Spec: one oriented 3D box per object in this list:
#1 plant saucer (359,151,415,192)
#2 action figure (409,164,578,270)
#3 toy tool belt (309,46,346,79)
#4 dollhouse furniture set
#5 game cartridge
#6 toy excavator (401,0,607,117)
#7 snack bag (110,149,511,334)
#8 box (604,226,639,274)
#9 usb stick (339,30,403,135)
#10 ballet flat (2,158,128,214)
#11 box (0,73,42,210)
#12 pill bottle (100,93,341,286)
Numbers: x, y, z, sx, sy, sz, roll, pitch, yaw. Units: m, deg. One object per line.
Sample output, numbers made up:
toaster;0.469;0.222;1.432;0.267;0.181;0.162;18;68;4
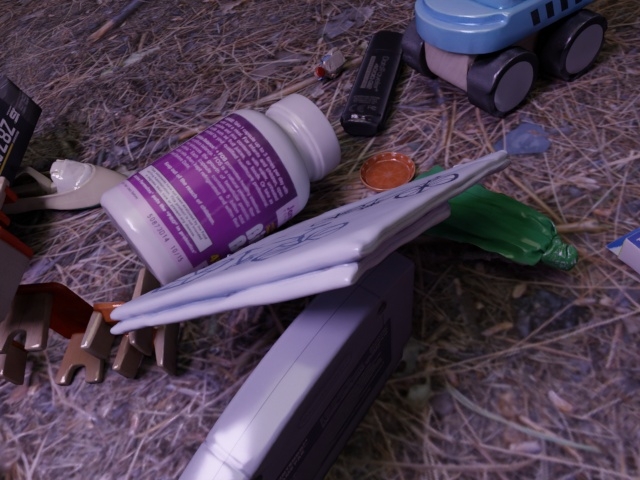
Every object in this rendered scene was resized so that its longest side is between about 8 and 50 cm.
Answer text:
plant saucer;0.101;-0.101;0.802;0.083;0.013;0.083;-7;49;8
action figure;0.205;-0.018;0.670;0.232;0.063;0.137;27;58;36
toy tool belt;0.007;-0.326;1.007;0.083;0.052;0.051;-46;23;-28
dollhouse furniture set;-0.319;0.062;0.599;0.262;0.259;0.135;-5;58;7
game cartridge;-0.007;0.150;0.485;0.060;0.196;0.294;29;60;22
toy excavator;0.332;-0.474;0.780;0.433;0.445;0.222;-30;50;-12
snack bag;0.000;0.000;0.556;0.323;0.037;0.342;-18;7;39
box;0.427;0.029;0.588;0.109;0.042;0.178;-26;49;-10
usb stick;0.099;-0.285;0.944;0.077;0.045;0.278;9;52;12
ballet flat;-0.447;-0.093;0.886;0.248;0.086;0.086;-9;48;6
box;-0.660;-0.067;0.849;0.395;0.097;0.318;-23;48;14
pill bottle;-0.122;-0.072;0.727;0.301;0.169;0.169;-37;51;-18
